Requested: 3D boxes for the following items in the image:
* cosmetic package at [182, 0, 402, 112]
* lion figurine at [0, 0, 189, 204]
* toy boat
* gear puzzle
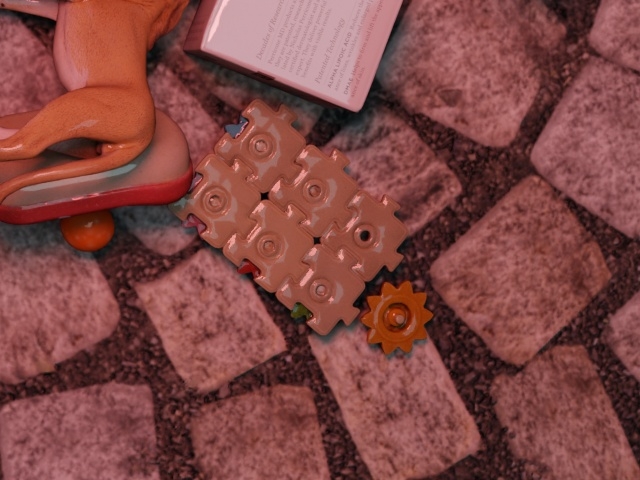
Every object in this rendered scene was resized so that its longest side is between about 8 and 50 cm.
[{"bbox_3d":[-0.030,-0.239,1.727,0.184,0.151,0.151,20,91,-13],"label":"cosmetic package"},{"bbox_3d":[-0.226,-0.189,1.645,0.240,0.142,0.392,5,69,-11],"label":"lion figurine"},{"bbox_3d":[-0.249,-0.055,1.718,0.231,0.151,0.151,-11,128,-11],"label":"toy boat"},{"bbox_3d":[0.000,0.000,1.818,0.339,0.044,0.175,40,84,-16],"label":"gear puzzle"}]
